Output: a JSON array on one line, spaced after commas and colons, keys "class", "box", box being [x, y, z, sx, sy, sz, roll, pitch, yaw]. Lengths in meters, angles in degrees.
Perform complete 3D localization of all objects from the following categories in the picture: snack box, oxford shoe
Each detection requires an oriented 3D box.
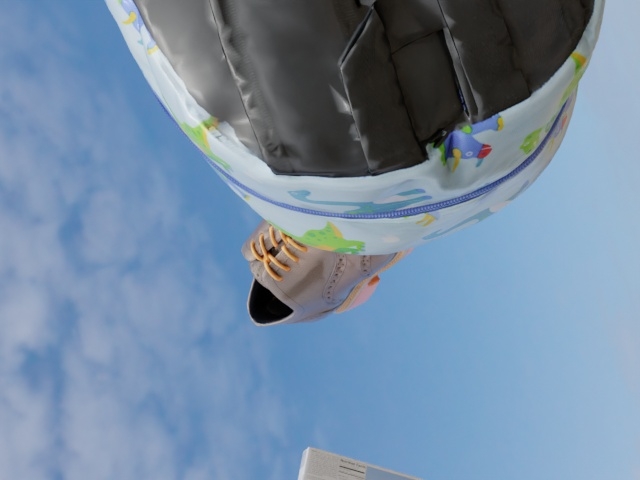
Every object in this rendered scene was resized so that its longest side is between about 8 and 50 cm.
[{"class": "snack box", "box": [0.063, 0.247, 1.007, 0.178, 0.022, 0.064, 18, -121, -11]}, {"class": "oxford shoe", "box": [0.000, 0.000, 1.076, 0.130, 0.132, 0.364, 56, 158, 21]}]

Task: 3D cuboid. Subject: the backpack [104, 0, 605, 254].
[{"class": "backpack", "box": [0.008, -0.172, 0.575, 0.273, 0.290, 0.356, 77, 170, -61]}]
